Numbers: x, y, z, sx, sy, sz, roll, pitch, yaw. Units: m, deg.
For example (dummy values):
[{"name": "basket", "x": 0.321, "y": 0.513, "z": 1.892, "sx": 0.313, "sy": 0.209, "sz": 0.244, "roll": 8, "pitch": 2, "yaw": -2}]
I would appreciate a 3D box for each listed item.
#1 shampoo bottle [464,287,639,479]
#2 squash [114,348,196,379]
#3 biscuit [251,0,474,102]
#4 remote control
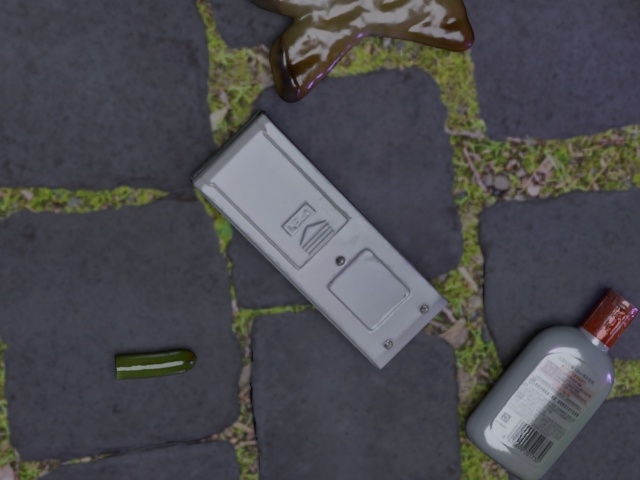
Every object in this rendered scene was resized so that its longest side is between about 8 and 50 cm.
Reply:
[{"name": "shampoo bottle", "x": 0.255, "y": 0.148, "z": 1.681, "sx": 0.108, "sy": 0.051, "sz": 0.221, "roll": 37, "pitch": 93, "yaw": -12}, {"name": "squash", "x": -0.169, "y": 0.127, "z": 1.625, "sx": 0.083, "sy": 0.027, "sz": 0.027, "roll": -4, "pitch": 101, "yaw": -8}, {"name": "biscuit", "x": 0.035, "y": -0.241, "z": 1.575, "sx": 0.208, "sy": 0.047, "sz": 0.164, "roll": -18, "pitch": 104, "yaw": -5}, {"name": "remote control", "x": 0.000, "y": 0.000, "z": 1.613, "sx": 0.103, "sy": 0.055, "sz": 0.277, "roll": -44, "pitch": 105, "yaw": 2}]
